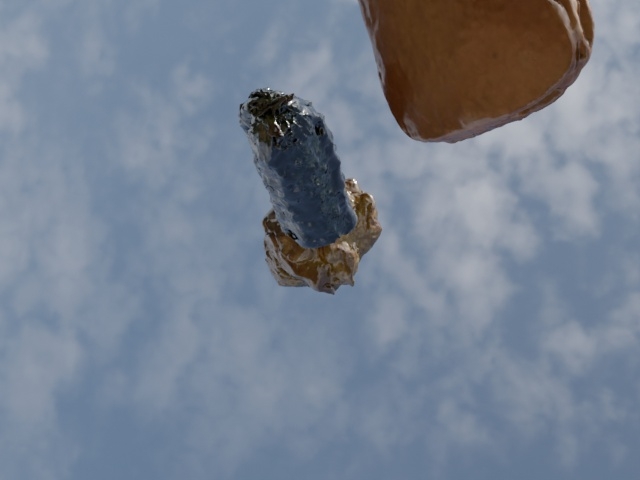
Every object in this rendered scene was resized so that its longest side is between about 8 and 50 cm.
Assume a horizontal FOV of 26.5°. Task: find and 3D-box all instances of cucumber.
[{"bbox_3d":[-0.012,-0.042,0.772,0.053,0.181,0.053,-3,-111,7],"label":"cucumber"}]

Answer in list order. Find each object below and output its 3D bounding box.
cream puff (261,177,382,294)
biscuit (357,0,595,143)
[{"bbox_3d":[0.000,0.000,1.231,0.122,0.094,0.116,-11,-148,20],"label":"cream puff"},{"bbox_3d":[0.072,-0.148,0.616,0.186,0.036,0.192,-13,-88,54],"label":"biscuit"}]
